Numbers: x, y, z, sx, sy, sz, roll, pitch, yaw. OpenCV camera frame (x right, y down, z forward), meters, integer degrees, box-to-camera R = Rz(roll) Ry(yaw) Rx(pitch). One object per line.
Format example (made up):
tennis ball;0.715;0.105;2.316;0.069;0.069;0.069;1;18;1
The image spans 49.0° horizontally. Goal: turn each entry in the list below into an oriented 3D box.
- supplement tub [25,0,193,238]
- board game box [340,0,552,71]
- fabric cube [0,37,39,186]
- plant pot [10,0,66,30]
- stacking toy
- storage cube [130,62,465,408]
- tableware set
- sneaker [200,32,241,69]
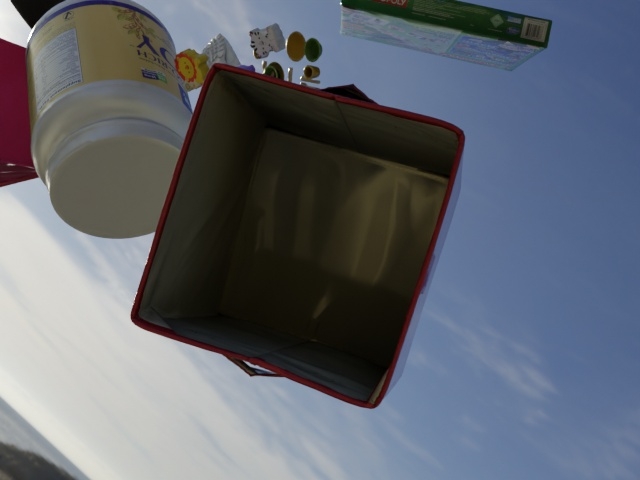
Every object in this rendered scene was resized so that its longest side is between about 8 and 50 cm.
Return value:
supplement tub;-0.318;-0.192;1.076;0.241;0.240;0.331;81;-10;-53
board game box;0.190;-0.348;1.153;0.317;0.046;0.213;12;5;0
fabric cube;-0.721;-0.253;1.419;0.258;0.258;0.254;-9;-5;22
plant pot;-0.505;-0.487;1.450;0.188;0.187;0.167;15;-43;25
stacking toy;-0.091;-0.172;0.955;0.052;0.167;0.221;-2;-64;40
storage cube;0.000;0.000;0.547;0.183;0.215;0.193;17;-3;12
tableware set;-0.056;-0.291;1.151;0.154;0.024;0.104;24;-64;41
sneaker;-0.218;-0.398;1.664;0.094;0.090;0.235;24;36;-42
